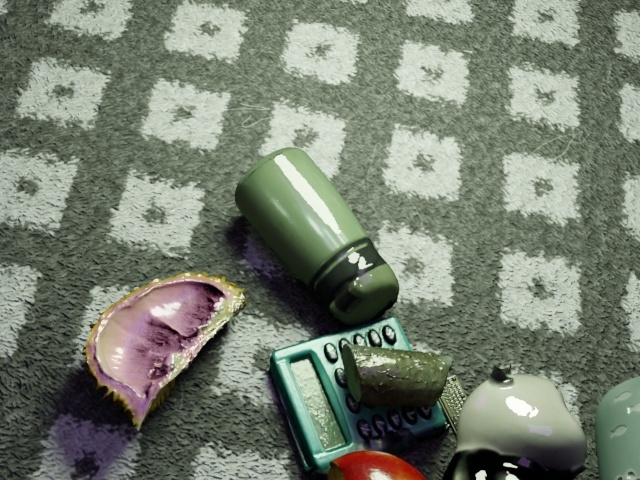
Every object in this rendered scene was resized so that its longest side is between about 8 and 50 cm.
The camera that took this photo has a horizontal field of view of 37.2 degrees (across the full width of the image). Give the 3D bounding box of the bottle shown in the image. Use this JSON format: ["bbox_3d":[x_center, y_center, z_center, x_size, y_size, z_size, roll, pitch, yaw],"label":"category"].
[{"bbox_3d":[0.001,0.000,1.735,0.168,0.168,0.347,-32,72,-24],"label":"bottle"}]

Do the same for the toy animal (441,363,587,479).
[{"bbox_3d":[0.308,0.365,1.509,0.250,0.251,0.310,7,57,-5],"label":"toy animal"}]

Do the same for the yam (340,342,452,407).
[{"bbox_3d":[0.127,0.227,1.584,0.183,0.107,0.107,5,58,-8],"label":"yam"}]

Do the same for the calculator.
[{"bbox_3d":[0.068,0.267,1.640,0.274,0.058,0.248,-15,63,-18],"label":"calculator"}]

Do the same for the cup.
[{"bbox_3d":[0.622,0.357,1.517,0.356,0.259,0.275,-17,52,23],"label":"cup"}]

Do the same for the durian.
[{"bbox_3d":[-0.275,0.168,1.623,0.191,0.112,0.341,24,50,17],"label":"durian"}]

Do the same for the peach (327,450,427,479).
[{"bbox_3d":[0.082,0.423,1.469,0.192,0.190,0.190,26,59,9],"label":"peach"}]

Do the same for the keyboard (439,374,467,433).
[{"bbox_3d":[0.244,0.301,1.670,0.049,0.015,0.129,-16,63,-17],"label":"keyboard"}]
